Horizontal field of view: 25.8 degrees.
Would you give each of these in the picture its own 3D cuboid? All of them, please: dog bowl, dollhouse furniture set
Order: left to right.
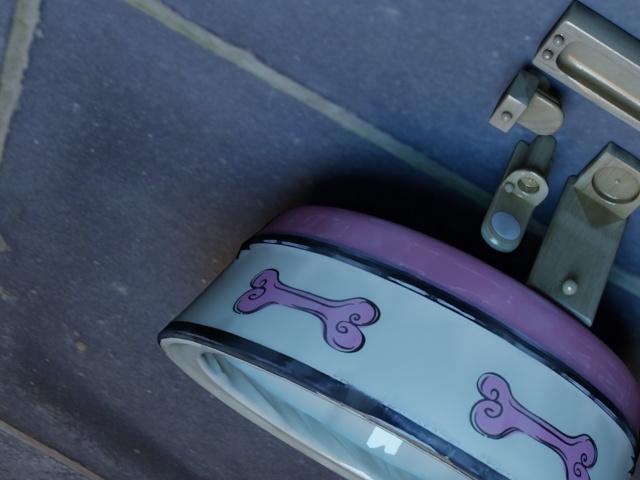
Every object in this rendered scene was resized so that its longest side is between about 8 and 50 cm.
[{"bbox_3d":[0.079,0.120,1.143,0.408,0.150,0.408,28,167,7],"label":"dog bowl"},{"bbox_3d":[0.187,-0.052,1.004,0.144,0.123,0.151,32,141,-4],"label":"dollhouse furniture set"}]
